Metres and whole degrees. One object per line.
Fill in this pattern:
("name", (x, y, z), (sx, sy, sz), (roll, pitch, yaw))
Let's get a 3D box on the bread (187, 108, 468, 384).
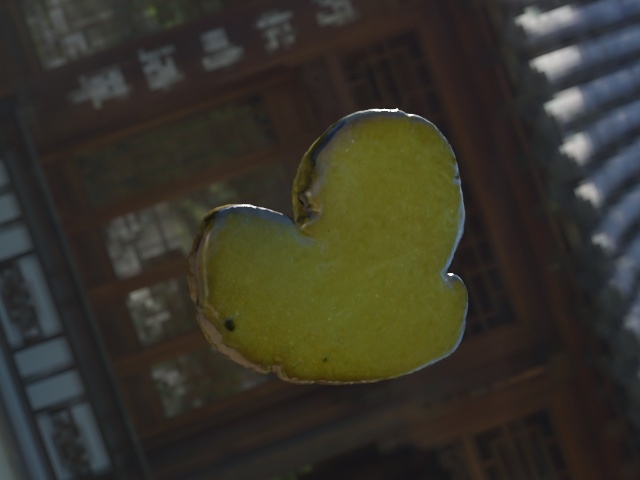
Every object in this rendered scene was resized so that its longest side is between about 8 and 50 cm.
("bread", (0.000, 0.000, 1.020), (0.065, 0.187, 0.149), (15, -79, 54))
